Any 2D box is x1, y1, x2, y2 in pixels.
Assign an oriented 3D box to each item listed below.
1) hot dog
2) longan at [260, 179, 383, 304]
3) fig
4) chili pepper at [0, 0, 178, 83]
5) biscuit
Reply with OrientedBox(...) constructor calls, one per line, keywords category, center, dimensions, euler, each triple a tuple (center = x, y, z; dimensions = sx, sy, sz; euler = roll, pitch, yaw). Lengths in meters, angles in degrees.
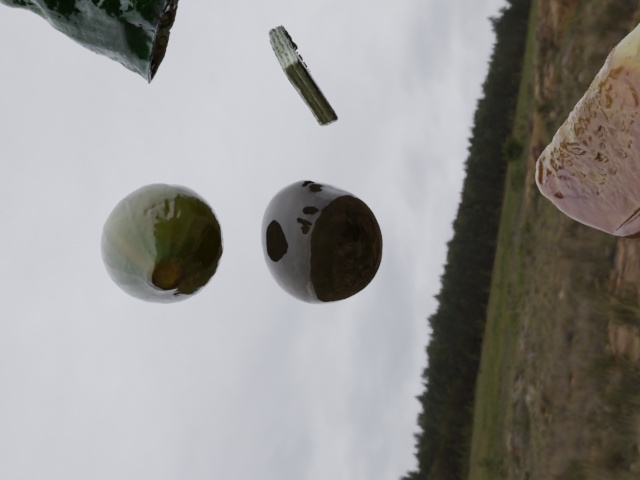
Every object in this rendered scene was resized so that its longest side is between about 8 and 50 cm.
OrientedBox(category="hot dog", center=(0.470, -0.139, 0.955), dimensions=(0.185, 0.223, 0.405), euler=(-32, -18, -13))
OrientedBox(category="longan", center=(0.000, 0.000, 1.363), dimensions=(0.258, 0.257, 0.258), euler=(12, -90, -68))
OrientedBox(category="fig", center=(-0.299, 0.020, 1.296), dimensions=(0.271, 0.239, 0.240), euler=(-108, 17, -63))
OrientedBox(category="chili pepper", center=(-0.333, -0.330, 0.919), dimensions=(0.136, 0.270, 0.099), euler=(121, 171, -58))
OrientedBox(category="biscuit", center=(-0.030, -0.334, 1.475), dimensions=(0.252, 0.052, 0.150), euler=(48, -165, -51))
